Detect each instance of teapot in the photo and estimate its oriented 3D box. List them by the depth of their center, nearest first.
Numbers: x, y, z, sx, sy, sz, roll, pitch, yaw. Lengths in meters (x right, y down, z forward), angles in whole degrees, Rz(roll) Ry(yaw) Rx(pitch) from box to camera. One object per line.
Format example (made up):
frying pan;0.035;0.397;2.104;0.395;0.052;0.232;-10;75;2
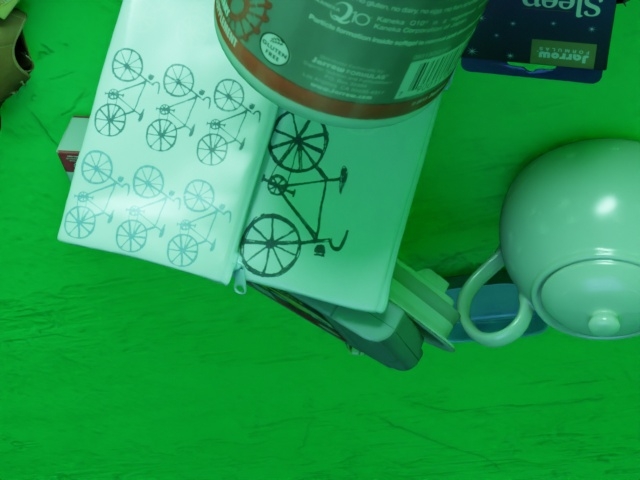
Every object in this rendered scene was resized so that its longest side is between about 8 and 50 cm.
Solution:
teapot;0.306;0.025;1.369;0.253;0.187;0.256;16;143;-4

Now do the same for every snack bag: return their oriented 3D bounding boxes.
snack bag;-0.053;-0.107;1.227;0.343;0.323;0.037;16;178;-5

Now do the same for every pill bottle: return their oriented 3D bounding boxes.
pill bottle;0.056;-0.272;0.923;0.210;0.210;0.363;17;139;-6

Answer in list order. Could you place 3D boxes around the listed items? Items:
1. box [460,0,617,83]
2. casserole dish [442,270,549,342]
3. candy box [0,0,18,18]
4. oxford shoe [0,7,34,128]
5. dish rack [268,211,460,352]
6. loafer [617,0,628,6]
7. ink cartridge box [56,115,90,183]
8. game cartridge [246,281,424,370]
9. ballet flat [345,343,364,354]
box;0.191;-0.222;1.088;0.137;0.036;0.225;7;137;10
casserole dish;0.204;0.081;1.590;0.188;0.037;0.114;-7;139;25
candy box;-0.312;-0.310;1.224;0.109;0.053;0.187;31;140;-22
oxford shoe;-0.359;-0.178;1.392;0.076;0.076;0.212;7;144;-11
dish rack;0.000;0.000;1.436;0.333;0.072;0.285;37;170;-29
loafer;0.195;-0.233;1.158;0.220;0.078;0.080;-14;135;30
ink cartridge box;-0.235;-0.075;1.492;0.109;0.063;0.150;3;142;13
game cartridge;-0.029;0.044;1.385;0.294;0.060;0.196;29;168;21
ballet flat;0.048;0.133;1.696;0.041;0.041;0.114;5;142;10
